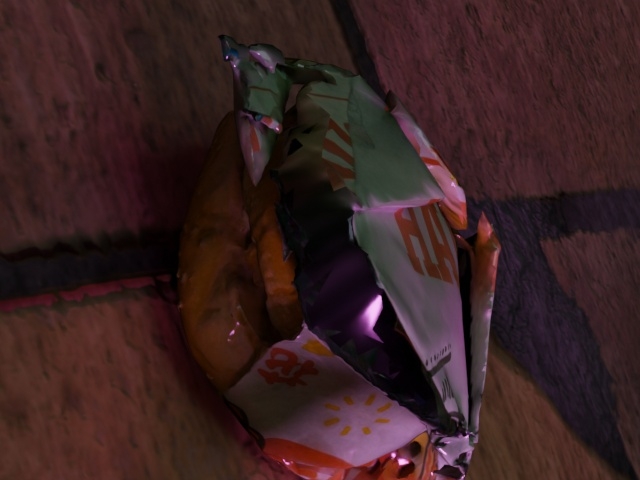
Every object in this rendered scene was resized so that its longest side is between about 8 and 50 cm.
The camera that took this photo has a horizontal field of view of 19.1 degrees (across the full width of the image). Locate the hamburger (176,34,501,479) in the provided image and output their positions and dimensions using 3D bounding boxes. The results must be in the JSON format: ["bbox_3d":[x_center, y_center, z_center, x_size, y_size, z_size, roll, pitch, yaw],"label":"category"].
[{"bbox_3d":[-0.001,-0.002,0.953,0.235,0.125,0.214,42,30,-37],"label":"hamburger"}]
